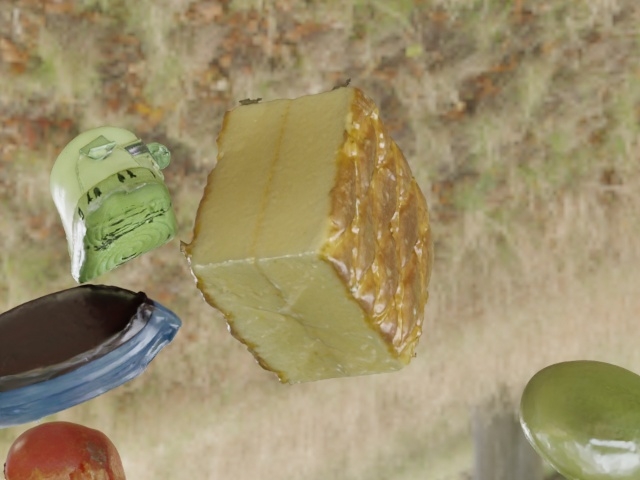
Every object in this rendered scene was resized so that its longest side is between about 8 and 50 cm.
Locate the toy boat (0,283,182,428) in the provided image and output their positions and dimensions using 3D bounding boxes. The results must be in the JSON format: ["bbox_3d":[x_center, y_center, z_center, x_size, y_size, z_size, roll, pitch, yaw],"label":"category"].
[{"bbox_3d":[-0.308,0.143,1.446,0.309,0.129,0.142,-20,146,-11],"label":"toy boat"}]

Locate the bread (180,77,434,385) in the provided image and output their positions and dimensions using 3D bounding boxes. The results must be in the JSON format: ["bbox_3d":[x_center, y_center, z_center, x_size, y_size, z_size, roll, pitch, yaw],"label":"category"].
[{"bbox_3d":[0.000,0.000,1.533,0.207,0.279,0.279,-9,136,23],"label":"bread"}]

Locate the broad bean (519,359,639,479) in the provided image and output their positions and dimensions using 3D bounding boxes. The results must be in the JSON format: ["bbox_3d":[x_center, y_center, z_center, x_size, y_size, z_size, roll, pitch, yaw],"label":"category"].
[{"bbox_3d":[0.388,0.250,1.698,0.263,0.189,0.121,17,145,-31],"label":"broad bean"}]

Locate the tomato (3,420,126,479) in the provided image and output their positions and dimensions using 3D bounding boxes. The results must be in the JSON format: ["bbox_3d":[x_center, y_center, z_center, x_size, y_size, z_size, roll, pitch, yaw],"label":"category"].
[{"bbox_3d":[-0.414,0.402,2.137,0.233,0.200,0.139,30,124,-27],"label":"tomato"}]

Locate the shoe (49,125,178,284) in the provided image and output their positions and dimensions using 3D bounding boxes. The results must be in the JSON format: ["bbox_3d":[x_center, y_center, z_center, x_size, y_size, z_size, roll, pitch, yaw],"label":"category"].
[{"bbox_3d":[-0.222,-0.041,1.382,0.140,0.128,0.262,-14,168,-11],"label":"shoe"}]
